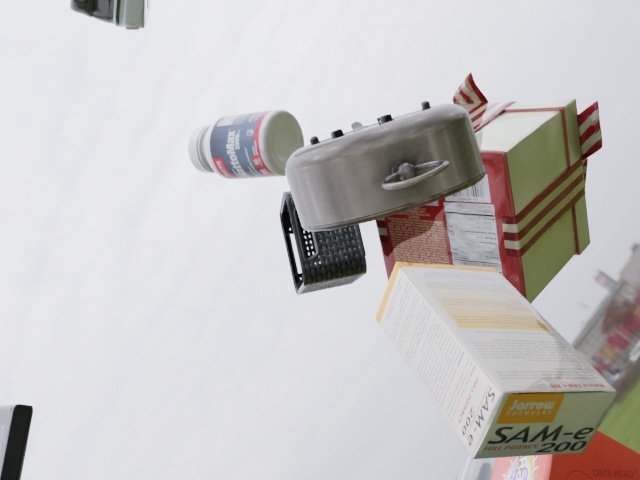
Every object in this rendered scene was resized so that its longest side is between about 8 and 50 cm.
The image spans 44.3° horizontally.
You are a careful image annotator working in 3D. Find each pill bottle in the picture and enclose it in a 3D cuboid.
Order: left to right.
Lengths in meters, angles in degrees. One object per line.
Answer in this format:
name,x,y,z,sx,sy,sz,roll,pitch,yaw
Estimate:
pill bottle,-0.127,-0.155,1.301,0.108,0.180,0.108,1,-91,-54

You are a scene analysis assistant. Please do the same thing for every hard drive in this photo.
hard drive,-0.351,0.226,0.848,0.022,0.135,0.094,18,-112,-36

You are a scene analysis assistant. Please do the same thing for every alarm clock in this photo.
alarm clock,0.044,-0.050,0.513,0.129,0.064,0.192,-18,11,-4

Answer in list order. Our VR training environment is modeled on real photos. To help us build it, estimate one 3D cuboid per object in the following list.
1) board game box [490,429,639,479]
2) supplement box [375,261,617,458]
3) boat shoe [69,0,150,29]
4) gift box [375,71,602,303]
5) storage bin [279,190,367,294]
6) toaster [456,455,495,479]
board game box,0.216,0.270,0.405,0.064,0.316,0.242,-53,10,53
supplement box,0.075,0.051,0.357,0.062,0.098,0.036,5,-62,-26
boat shoe,-0.259,-0.408,0.942,0.119,0.121,0.335,4,-51,-12
gift box,0.240,-0.083,1.112,0.258,0.255,0.276,-33,-57,-45
storage bin,0.000,0.000,1.048,0.084,0.122,0.180,-11,-8,-7
toaster,0.240,0.314,0.856,0.146,0.227,0.129,-44,-41,-72
